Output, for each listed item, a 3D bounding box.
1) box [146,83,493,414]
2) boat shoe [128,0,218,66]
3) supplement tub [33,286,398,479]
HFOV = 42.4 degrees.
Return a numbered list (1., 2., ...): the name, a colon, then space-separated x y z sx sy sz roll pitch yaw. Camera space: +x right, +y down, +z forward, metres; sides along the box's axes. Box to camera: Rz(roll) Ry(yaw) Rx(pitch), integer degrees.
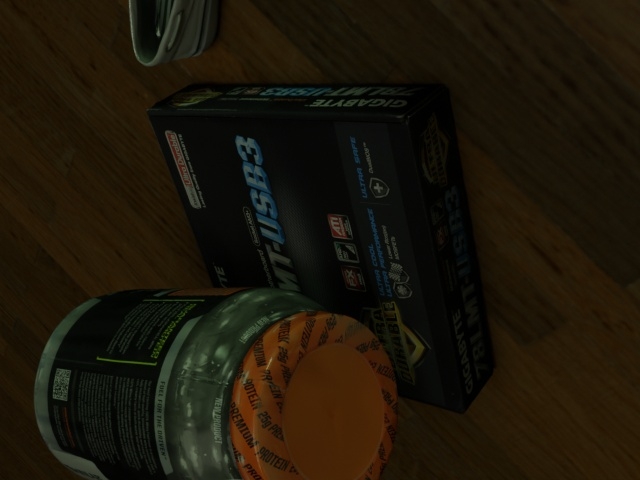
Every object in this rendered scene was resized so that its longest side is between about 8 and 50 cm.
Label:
1. box: 0.000 0.000 0.774 0.293 0.073 0.296 9 126 36
2. boat shoe: -0.122 -0.244 0.678 0.083 0.076 0.226 26 136 24
3. supplement tub: -0.106 0.147 0.774 0.338 0.207 0.207 -4 119 47
